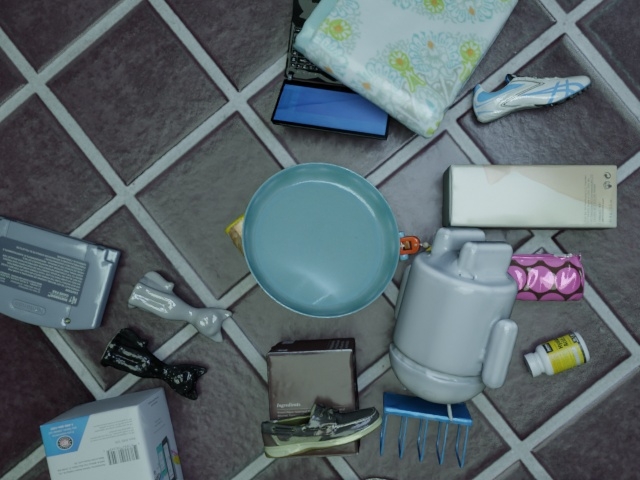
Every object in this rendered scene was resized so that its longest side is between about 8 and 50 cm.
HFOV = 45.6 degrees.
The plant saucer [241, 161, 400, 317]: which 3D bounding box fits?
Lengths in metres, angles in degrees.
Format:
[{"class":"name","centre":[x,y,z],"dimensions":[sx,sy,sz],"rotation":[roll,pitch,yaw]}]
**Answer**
[{"class":"plant saucer","centre":[0.000,0.000,1.507],"dimensions":[0.317,0.044,0.318],"rotation":[4,73,-12]}]

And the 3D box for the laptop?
[{"class":"laptop","centre":[0.038,-0.348,1.512],"dimensions":[0.234,0.136,0.265],"rotation":[9,99,3]}]

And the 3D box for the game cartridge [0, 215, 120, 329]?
[{"class":"game cartridge","centre":[-0.585,0.075,1.597],"dimensions":[0.297,0.062,0.198],"rotation":[17,95,4]}]

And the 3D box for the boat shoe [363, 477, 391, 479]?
[{"class":"boat shoe","centre":[0.071,0.530,1.546],"dimensions":[0.206,0.065,0.075],"rotation":[-3,90,4]}]

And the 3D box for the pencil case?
[{"class":"pencil case","centre":[0.413,0.068,1.513],"dimensions":[0.209,0.095,0.098],"rotation":[0,121,3]}]

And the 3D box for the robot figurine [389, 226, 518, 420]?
[{"class":"robot figurine","centre":[0.245,0.154,1.422],"dimensions":[0.199,0.300,0.354],"rotation":[2,111,-32]}]

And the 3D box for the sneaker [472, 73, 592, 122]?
[{"class":"sneaker","centre":[0.420,-0.299,1.514],"dimensions":[0.237,0.085,0.086],"rotation":[-12,94,2]}]

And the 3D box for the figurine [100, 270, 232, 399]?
[{"class":"figurine","centre":[-0.310,0.199,1.569],"dimensions":[0.209,0.092,0.215],"rotation":[25,91,-4]}]

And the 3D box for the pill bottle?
[{"class":"pill bottle","centre":[0.470,0.231,1.520],"dimensions":[0.116,0.065,0.065],"rotation":[-22,89,3]}]

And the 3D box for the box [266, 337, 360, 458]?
[{"class":"box","centre":[-0.010,0.306,1.500],"dimensions":[0.166,0.168,0.203],"rotation":[-3,90,5]}]

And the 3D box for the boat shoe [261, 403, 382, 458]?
[{"class":"boat shoe","centre":[-0.002,0.333,1.374],"dimensions":[0.223,0.080,0.074],"rotation":[-17,94,8]}]

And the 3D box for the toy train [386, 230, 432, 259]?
[{"class":"toy train","centre":[0.211,0.055,1.551],"dimensions":[0.125,0.046,0.166],"rotation":[-12,97,23]}]

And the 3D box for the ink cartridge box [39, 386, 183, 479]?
[{"class":"ink cartridge box","centre":[-0.399,0.458,1.511],"dimensions":[0.198,0.197,0.270],"rotation":[-12,89,3]}]

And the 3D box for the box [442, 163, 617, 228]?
[{"class":"box","centre":[0.400,-0.082,1.487],"dimensions":[0.310,0.148,0.121],"rotation":[1,89,3]}]

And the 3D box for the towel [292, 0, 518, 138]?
[{"class":"towel","centre":[0.174,-0.427,1.481],"dimensions":[0.320,0.090,0.375],"rotation":[33,74,4]}]

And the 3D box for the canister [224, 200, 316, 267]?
[{"class":"canister","centre":[-0.099,0.012,1.555],"dimensions":[0.126,0.073,0.170],"rotation":[-38,86,2]}]

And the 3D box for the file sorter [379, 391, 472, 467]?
[{"class":"file sorter","centre":[0.203,0.377,1.512],"dimensions":[0.170,0.118,0.105],"rotation":[8,93,4]}]
